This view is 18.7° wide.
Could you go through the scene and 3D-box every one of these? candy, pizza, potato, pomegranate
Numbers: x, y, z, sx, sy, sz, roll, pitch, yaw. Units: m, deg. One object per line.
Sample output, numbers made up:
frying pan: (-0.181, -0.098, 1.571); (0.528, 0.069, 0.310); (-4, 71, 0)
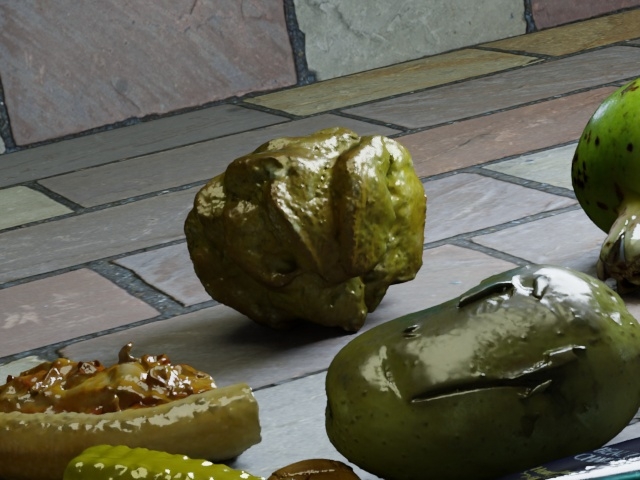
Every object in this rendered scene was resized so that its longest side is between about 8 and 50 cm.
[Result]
candy: (-0.079, 0.191, 1.284); (0.199, 0.094, 0.106); (2, 11, 24)
pizza: (-0.202, 0.143, 1.613); (0.365, 0.073, 0.182); (-1, 24, 32)
potato: (0.122, 0.099, 1.402); (0.248, 0.143, 0.169); (-14, 6, -13)
pomegranate: (0.328, -0.051, 1.855); (0.202, 0.202, 0.248); (1, 44, 40)

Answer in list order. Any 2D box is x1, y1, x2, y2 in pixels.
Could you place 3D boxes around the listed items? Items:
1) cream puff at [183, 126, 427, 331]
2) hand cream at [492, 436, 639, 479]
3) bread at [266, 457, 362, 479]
cream puff: (-0.008, -0.013, 1.870); (0.244, 0.196, 0.244); (-8, 12, 2)
hand cream: (0.160, 0.168, 1.254); (0.271, 0.061, 0.120); (-15, 5, -18)
bread: (-0.004, 0.183, 1.357); (0.081, 0.046, 0.083); (-2, 14, 21)
